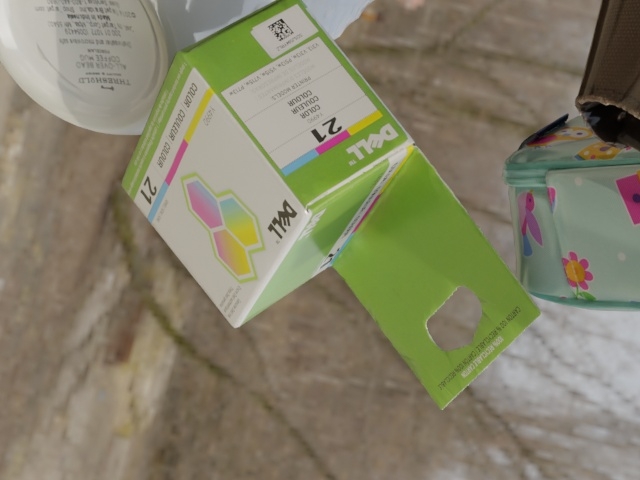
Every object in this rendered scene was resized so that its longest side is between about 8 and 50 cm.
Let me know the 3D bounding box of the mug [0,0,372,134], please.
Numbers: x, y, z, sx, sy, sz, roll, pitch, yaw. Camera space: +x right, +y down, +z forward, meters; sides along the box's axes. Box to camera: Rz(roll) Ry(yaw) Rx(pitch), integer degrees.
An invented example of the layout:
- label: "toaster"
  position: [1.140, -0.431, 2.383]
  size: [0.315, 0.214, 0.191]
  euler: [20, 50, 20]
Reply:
- label: "mug"
  position: [-0.144, -0.249, 1.312]
  size: [0.328, 0.374, 0.276]
  euler: [-51, 151, -45]

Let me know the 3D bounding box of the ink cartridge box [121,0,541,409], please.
- label: "ink cartridge box"
  position: [0.000, 0.000, 1.075]
  size: [0.097, 0.255, 0.189]
  euler: [-32, 168, -28]

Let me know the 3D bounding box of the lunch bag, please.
- label: "lunch bag"
  position: [0.261, -0.040, 1.026]
  size: [0.224, 0.279, 0.108]
  euler: [-31, 113, -45]

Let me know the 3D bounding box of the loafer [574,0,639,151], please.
- label: "loafer"
  position: [0.187, -0.096, 0.812]
  size: [0.134, 0.130, 0.366]
  euler: [93, -14, -81]
